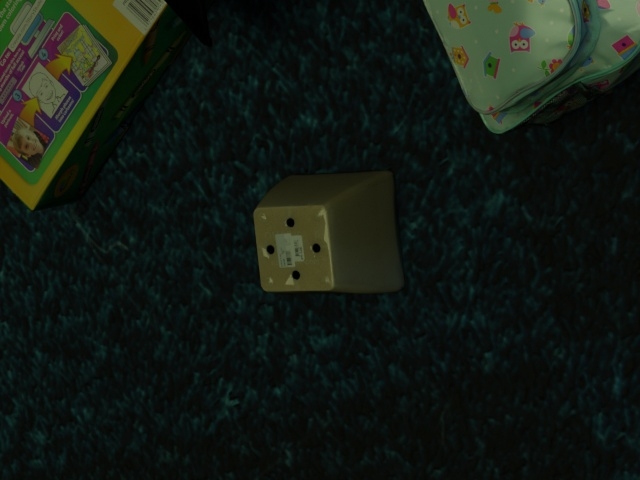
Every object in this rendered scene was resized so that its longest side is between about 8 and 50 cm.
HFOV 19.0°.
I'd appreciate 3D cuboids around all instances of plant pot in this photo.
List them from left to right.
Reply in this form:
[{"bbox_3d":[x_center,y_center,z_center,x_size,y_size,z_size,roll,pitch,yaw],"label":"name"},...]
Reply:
[{"bbox_3d":[0.000,0.000,1.666,0.109,0.096,0.109,-2,98,29],"label":"plant pot"}]

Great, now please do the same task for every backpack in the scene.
[{"bbox_3d":[0.184,-0.188,1.503,0.188,0.144,0.165,-27,81,28],"label":"backpack"}]

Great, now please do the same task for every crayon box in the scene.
[{"bbox_3d":[-0.234,-0.184,1.771,0.165,0.081,0.278,45,117,15],"label":"crayon box"}]

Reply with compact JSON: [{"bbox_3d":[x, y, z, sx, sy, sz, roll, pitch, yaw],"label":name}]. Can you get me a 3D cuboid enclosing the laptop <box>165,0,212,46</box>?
[{"bbox_3d":[-0.138,-0.415,1.495,0.382,0.236,0.408,49,116,9],"label":"laptop"}]
